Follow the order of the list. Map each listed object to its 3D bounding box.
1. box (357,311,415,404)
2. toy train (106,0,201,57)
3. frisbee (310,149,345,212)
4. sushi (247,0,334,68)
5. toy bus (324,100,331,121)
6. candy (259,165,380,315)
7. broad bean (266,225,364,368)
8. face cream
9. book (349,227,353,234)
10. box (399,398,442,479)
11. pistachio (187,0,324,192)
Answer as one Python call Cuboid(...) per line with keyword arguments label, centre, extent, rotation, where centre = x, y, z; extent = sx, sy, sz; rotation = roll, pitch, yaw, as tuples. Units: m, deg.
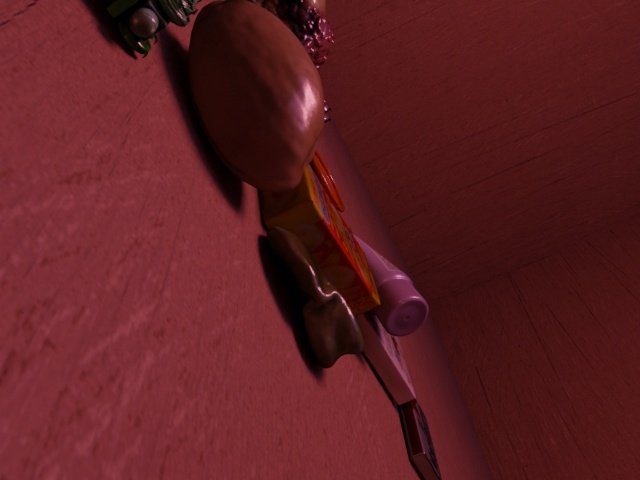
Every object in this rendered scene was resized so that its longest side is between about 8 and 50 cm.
Cuboid(label="box", centre=(0.108, 0.166, 1.200), extent=(0.265, 0.048, 0.273), rotation=(58, 11, -27))
Cuboid(label="toy train", centre=(-0.205, -0.305, 0.660), extent=(0.119, 0.085, 0.251), rotation=(53, 13, -29))
Cuboid(label="frisbee", centre=(0.010, -0.157, 1.499), extent=(0.192, 0.035, 0.192), rotation=(62, 10, -19))
Cuboid(label="sushi", centre=(-0.090, -0.558, 1.417), extent=(0.270, 0.237, 0.171), rotation=(69, 19, 3))
Cuboid(label="toy bus", centre=(-0.061, -0.263, 1.133), extent=(0.301, 0.139, 0.113), rotation=(-76, 141, -86))
Cuboid(label="candy", centre=(0.000, 0.000, 0.941), extent=(0.276, 0.088, 0.146), rotation=(55, 15, -39))
Cuboid(label="broad bean", centre=(-0.006, 0.071, 0.784), extent=(0.153, 0.072, 0.206), rotation=(75, -8, -75))
Cuboid(label="face cream", centre=(0.107, 0.069, 1.109), extent=(0.154, 0.096, 0.274), rotation=(49, 4, -37))
Cuboid(label="book", centre=(0.128, 0.097, 1.534), extent=(0.282, 0.025, 0.215), rotation=(63, 9, -1))
Cuboid(label="box", centre=(0.201, 0.402, 1.149), extent=(0.115, 0.036, 0.177), rotation=(60, 12, -25))
Cuboid(label="pistachio", centre=(-0.088, -0.197, 0.772), extent=(0.162, 0.182, 0.292), rotation=(-46, -120, 61))
